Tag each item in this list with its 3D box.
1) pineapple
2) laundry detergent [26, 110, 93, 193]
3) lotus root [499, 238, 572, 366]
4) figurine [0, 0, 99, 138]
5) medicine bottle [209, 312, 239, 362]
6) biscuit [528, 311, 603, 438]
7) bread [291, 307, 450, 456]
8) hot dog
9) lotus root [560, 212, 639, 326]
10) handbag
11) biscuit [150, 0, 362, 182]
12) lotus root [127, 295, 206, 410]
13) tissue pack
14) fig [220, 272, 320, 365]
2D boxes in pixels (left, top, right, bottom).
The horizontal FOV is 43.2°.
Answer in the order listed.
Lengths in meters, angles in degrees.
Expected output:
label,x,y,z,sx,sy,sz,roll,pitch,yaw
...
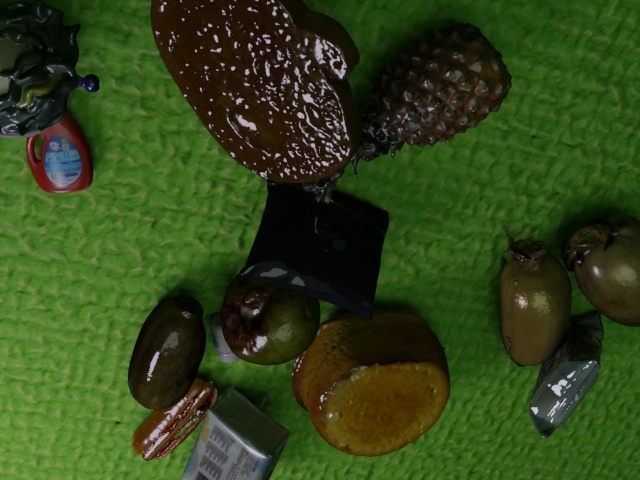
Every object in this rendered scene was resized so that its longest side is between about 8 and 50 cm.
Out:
label,x,y,z,sx,sy,sz,roll,pitch,yaw
pineapple,0.117,-0.191,1.263,0.361,0.175,0.175,-34,122,9
laundry detergent,-0.412,-0.155,1.257,0.098,0.049,0.165,-6,120,-3
lotus root,0.408,0.125,1.534,0.131,0.146,0.303,-5,127,5
figurine,-0.510,-0.235,1.110,0.382,0.186,0.260,-3,97,-3
medicine bottle,-0.175,0.182,1.510,0.052,0.052,0.089,-11,123,-4
biscuit,0.479,0.246,1.557,0.079,0.309,0.186,36,110,11
bread,0.099,0.276,1.552,0.312,0.172,0.312,-6,121,-10
hot dog,-0.283,0.349,1.590,0.092,0.062,0.235,33,110,-23
lotus root,0.586,0.074,1.517,0.183,0.182,0.310,-41,124,15
handbag,0.000,0.000,1.368,0.254,0.210,0.089,21,158,-24
biscuit,-0.079,-0.247,1.157,0.314,0.063,0.367,-11,121,40
lotus root,-0.279,0.205,1.462,0.123,0.124,0.241,4,122,-26
tissue pack,-0.159,0.425,1.616,0.159,0.145,0.229,33,123,17
fig,-0.084,0.138,1.430,0.181,0.180,0.191,-20,154,2
